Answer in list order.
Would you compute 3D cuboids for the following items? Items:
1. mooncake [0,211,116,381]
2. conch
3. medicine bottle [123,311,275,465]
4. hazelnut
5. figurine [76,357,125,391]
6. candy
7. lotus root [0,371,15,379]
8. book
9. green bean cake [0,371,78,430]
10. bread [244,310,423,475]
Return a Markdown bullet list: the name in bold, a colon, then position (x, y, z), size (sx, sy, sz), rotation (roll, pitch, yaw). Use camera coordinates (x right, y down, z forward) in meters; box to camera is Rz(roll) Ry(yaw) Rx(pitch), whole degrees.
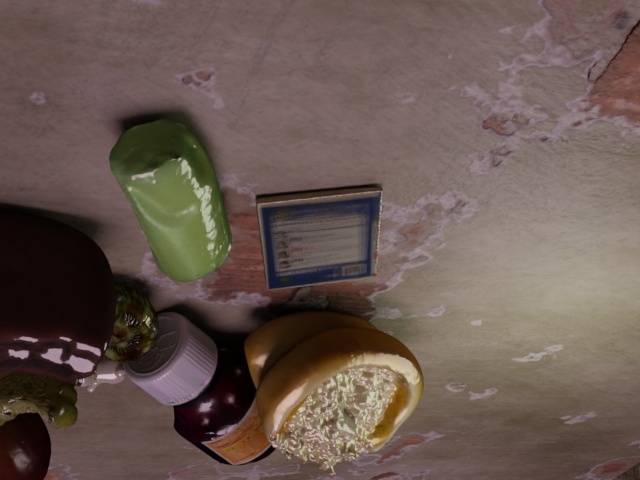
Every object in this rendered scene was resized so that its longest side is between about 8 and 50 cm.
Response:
- **mooncake**: position (-0.506, 0.112, 1.675), size (0.326, 0.334, 0.174), rotation (-35, 174, -43)
- **conch**: position (-0.405, 0.153, 1.949), size (0.187, 0.124, 0.181), rotation (34, 149, -10)
- **medicine bottle**: position (-0.244, 0.321, 2.137), size (0.242, 0.242, 0.395), rotation (-20, 143, 20)
- **hazelnut**: position (-0.805, 0.489, 2.208), size (0.359, 0.359, 0.409), rotation (17, 138, -35)
- **figurine**: position (-0.504, 0.290, 2.164), size (0.146, 0.081, 0.098), rotation (-9, 176, -18)
- **candy**: position (-0.234, -0.058, 1.617), size (0.142, 0.132, 0.343), rotation (5, 150, 11)
- **lotus root**: position (-0.670, 0.194, 1.917), size (0.274, 0.160, 0.152), rotation (-15, 136, 18)
- **book**: position (0.000, 0.000, 1.871), size (0.228, 0.018, 0.322), rotation (-6, 149, -4)
- **green bean cake**: position (-0.620, 0.298, 2.033), size (0.236, 0.233, 0.124), rotation (-10, 155, 5)
- **bread**: position (0.025, 0.320, 2.150), size (0.424, 0.245, 0.329), rotation (18, 98, -45)
